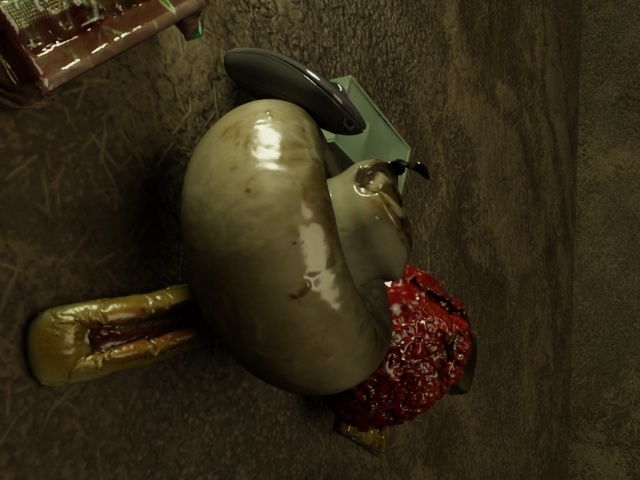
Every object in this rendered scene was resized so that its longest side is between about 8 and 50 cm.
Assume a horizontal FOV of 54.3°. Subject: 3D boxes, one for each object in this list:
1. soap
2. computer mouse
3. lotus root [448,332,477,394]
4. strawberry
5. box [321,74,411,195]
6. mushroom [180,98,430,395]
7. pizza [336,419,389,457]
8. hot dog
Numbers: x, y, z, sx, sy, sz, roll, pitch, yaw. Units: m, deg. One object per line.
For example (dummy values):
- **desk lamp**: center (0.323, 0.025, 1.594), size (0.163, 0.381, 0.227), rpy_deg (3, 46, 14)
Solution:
- **soap**: center (-0.250, -0.262, 0.626), size (0.273, 0.098, 0.217), rpy_deg (-53, 129, -44)
- **computer mouse**: center (-0.035, -0.202, 0.826), size (0.120, 0.232, 0.057), rpy_deg (32, 88, -51)
- **lotus root**: center (0.252, 0.236, 1.299), size (0.235, 0.138, 0.119), rpy_deg (50, 59, -49)
- **strawberry**: center (0.126, 0.168, 0.996), size (0.274, 0.221, 0.274), rpy_deg (10, 90, -72)
- **box**: center (0.061, -0.159, 1.079), size (0.225, 0.086, 0.129), rpy_deg (39, 57, -47)
- **mushroom**: center (0.000, 0.000, 0.757), size (0.362, 0.295, 0.362), rpy_deg (-20, 90, -81)
- **pizza**: center (0.090, 0.329, 1.125), size (0.185, 0.036, 0.176), rpy_deg (-27, 110, -53)
- **hot dog**: center (-0.199, 0.098, 0.695), size (0.243, 0.073, 0.084), rpy_deg (-5, 87, -56)
